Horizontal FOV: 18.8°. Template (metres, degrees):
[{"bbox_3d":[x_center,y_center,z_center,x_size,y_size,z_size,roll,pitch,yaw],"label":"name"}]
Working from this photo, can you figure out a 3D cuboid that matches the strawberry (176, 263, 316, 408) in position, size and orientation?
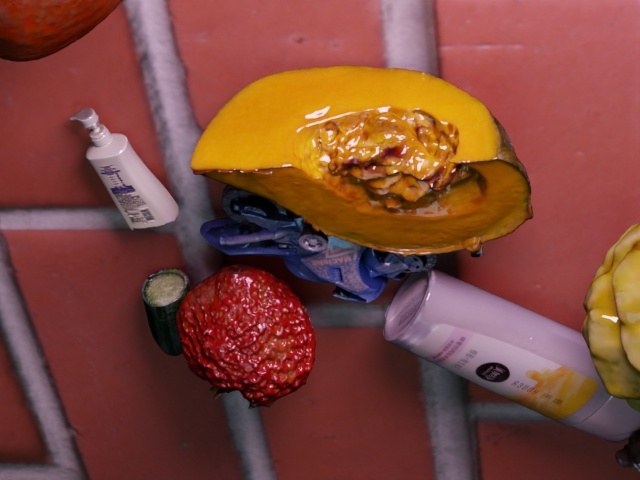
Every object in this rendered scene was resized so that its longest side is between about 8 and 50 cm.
[{"bbox_3d":[-0.070,0.080,1.813,0.131,0.131,0.148,-4,114,14],"label":"strawberry"}]

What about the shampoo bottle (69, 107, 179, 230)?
[{"bbox_3d":[-0.177,-0.065,1.725,0.049,0.034,0.141,-5,137,26],"label":"shampoo bottle"}]

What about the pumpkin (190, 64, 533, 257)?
[{"bbox_3d":[0.040,-0.062,1.650,0.278,0.111,0.163,-2,147,5],"label":"pumpkin"}]

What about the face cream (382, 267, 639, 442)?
[{"bbox_3d":[0.195,0.110,1.828,0.269,0.073,0.107,25,144,-19],"label":"face cream"}]

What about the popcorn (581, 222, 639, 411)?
[{"bbox_3d":[0.365,0.081,1.650,0.258,0.270,0.224,-28,148,-27],"label":"popcorn"}]

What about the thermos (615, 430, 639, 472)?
[{"bbox_3d":[0.371,0.177,1.838,0.193,0.105,0.137,-28,168,41],"label":"thermos"}]

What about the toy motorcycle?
[{"bbox_3d":[0.000,0.000,1.743,0.205,0.076,0.114,19,145,-10],"label":"toy motorcycle"}]

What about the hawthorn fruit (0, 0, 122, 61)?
[{"bbox_3d":[-0.228,-0.235,1.437,0.210,0.210,0.262,11,161,-3],"label":"hawthorn fruit"}]

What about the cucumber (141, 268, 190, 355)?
[{"bbox_3d":[-0.144,0.076,1.865,0.048,0.048,0.105,2,138,7],"label":"cucumber"}]
